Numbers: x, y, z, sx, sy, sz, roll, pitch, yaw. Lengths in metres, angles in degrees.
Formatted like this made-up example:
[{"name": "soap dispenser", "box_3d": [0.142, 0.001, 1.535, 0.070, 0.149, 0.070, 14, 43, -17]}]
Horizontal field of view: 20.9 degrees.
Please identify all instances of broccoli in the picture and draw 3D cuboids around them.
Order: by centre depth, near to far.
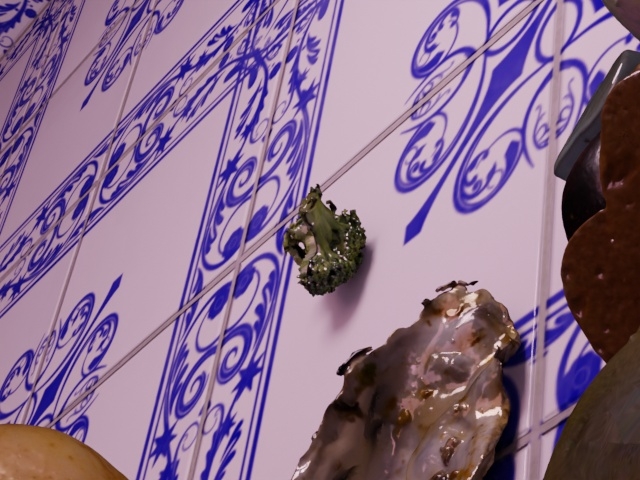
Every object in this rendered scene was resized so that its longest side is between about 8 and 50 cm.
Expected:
[{"name": "broccoli", "box_3d": [0.000, 0.000, 1.548, 0.095, 0.092, 0.097, 16, 58, 47]}]

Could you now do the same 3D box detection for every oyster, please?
[{"name": "oyster", "box_3d": [0.074, 0.156, 1.201, 0.166, 0.094, 0.294, -1, 48, 44]}]

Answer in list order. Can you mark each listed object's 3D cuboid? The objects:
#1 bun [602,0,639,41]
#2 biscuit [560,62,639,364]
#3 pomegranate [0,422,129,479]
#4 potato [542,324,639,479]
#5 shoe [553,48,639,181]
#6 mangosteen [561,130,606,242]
[{"name": "bun", "box_3d": [0.289, -0.214, 0.978, 0.293, 0.293, 0.187, -54, 43, 12]}, {"name": "biscuit", "box_3d": [0.246, -0.026, 0.946, 0.290, 0.041, 0.208, -45, 69, 37]}, {"name": "pomegranate", "box_3d": [-0.288, 0.293, 1.422, 0.342, 0.342, 0.342, -46, 24, 28]}, {"name": "potato", "box_3d": [0.221, 0.121, 0.779, 0.307, 0.173, 0.210, -14, 46, 59]}, {"name": "shoe", "box_3d": [0.215, -0.073, 1.193, 0.079, 0.078, 0.195, -60, -8, -9]}, {"name": "mangosteen", "box_3d": [0.220, -0.018, 1.066, 0.140, 0.140, 0.140, -46, 24, 28]}]
